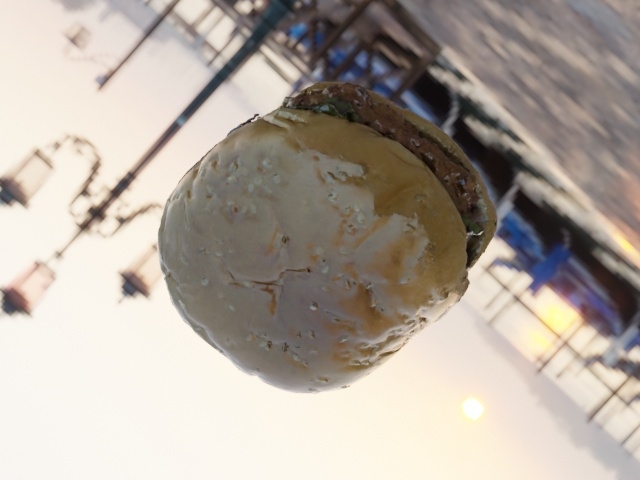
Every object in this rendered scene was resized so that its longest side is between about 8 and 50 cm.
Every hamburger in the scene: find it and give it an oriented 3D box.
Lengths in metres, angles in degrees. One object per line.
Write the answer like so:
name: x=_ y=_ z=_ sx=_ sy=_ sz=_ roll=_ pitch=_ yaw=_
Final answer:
hamburger: x=0.000 y=0.000 z=0.354 sx=0.076 sy=0.083 sz=0.044 roll=39 pitch=-146 yaw=-3
